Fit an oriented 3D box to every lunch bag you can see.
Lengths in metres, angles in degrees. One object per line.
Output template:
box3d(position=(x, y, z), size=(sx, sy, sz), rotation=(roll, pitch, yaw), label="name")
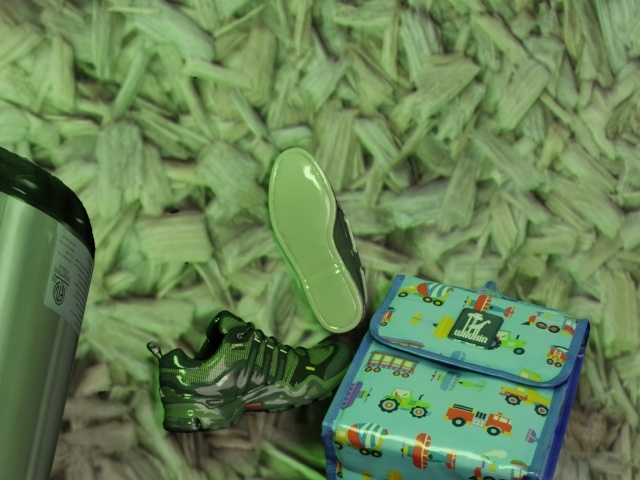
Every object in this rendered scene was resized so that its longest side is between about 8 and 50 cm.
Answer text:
box3d(position=(0.152, 0.156, 1.628), size=(0.293, 0.221, 0.138), rotation=(-64, 159, -43), label="lunch bag")

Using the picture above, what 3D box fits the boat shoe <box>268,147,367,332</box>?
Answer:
box3d(position=(0.000, 0.000, 1.674), size=(0.065, 0.075, 0.206), rotation=(-6, 77, -74), label="boat shoe")

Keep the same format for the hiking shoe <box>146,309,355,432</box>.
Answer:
box3d(position=(-0.065, 0.122, 1.589), size=(0.227, 0.086, 0.114), rotation=(-14, 92, -31), label="hiking shoe")

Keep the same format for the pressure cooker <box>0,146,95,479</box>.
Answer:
box3d(position=(-0.387, 0.136, 1.219), size=(0.370, 0.375, 0.420), rotation=(22, 68, -37), label="pressure cooker")
